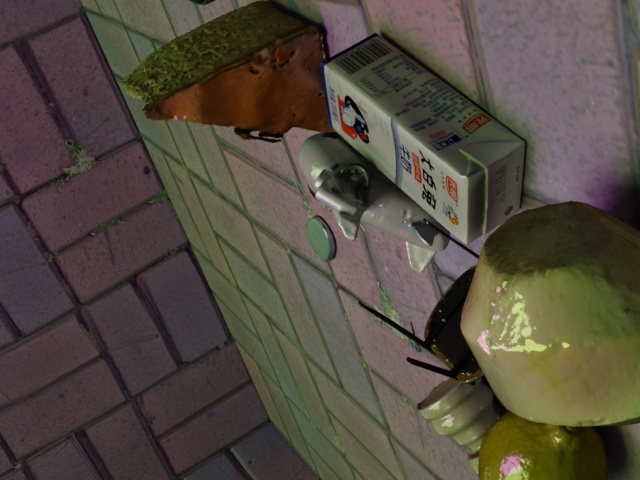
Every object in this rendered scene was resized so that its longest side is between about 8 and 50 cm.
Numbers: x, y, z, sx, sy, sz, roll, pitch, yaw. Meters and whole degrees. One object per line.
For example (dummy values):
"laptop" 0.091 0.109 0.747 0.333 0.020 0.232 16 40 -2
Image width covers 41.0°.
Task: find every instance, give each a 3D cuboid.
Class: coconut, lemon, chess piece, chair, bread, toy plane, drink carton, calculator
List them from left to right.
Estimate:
"bread" -0.139 -0.237 1.467 0.248 0.315 0.279 45 168 44
"calculator" 0.000 0.000 1.909 0.095 0.021 0.153 55 159 16
"toy plane" 0.080 -0.067 1.285 0.267 0.266 0.123 50 121 30
"drink carton" 0.134 -0.145 1.156 0.315 0.106 0.131 45 159 37
"chair" 0.201 0.101 1.176 0.246 0.159 0.172 31 -171 -37
"chess piece" 0.294 0.353 1.506 0.243 0.133 0.133 52 163 3
"lemon" 0.324 0.326 1.245 0.184 0.184 0.248 52 160 25
"coconut" 0.281 0.090 0.895 0.259 0.259 0.259 52 161 26

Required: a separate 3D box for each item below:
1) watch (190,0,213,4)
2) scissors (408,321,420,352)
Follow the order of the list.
"watch" -0.259 -0.560 1.665 0.206 0.068 0.193 60 160 -11
"scissors" 0.185 0.192 1.721 0.036 0.006 0.083 43 156 48
